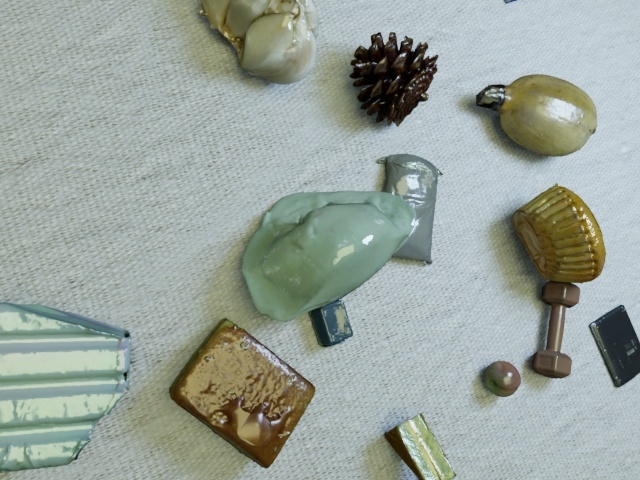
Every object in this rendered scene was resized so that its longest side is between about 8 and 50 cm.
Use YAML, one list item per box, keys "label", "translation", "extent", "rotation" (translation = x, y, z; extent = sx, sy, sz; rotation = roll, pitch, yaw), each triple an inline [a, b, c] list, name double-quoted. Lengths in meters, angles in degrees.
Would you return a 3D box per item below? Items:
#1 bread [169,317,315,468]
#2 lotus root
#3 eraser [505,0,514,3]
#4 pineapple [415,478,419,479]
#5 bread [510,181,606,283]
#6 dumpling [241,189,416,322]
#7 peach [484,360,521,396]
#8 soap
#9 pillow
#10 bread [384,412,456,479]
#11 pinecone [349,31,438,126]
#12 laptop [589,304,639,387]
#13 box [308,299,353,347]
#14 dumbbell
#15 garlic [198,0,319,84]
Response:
- label: "bread"
  translation: [-0.146, 0.286, 1.069]
  extent: [0.234, 0.110, 0.184]
  rotation: [39, 71, -10]
- label: "lotus root"
  translation: [0.526, -0.316, 1.380]
  extent: [0.309, 0.183, 0.183]
  rotation: [20, 76, -10]
- label: "eraser"
  translation: [0.517, -0.671, 1.498]
  extent: [0.084, 0.027, 0.063]
  rotation: [-27, 93, -22]
- label: "pineapple"
  translation: [0.305, 0.632, 1.158]
  extent: [0.340, 0.169, 0.169]
  rotation: [38, 71, -13]
- label: "bread"
  translation: [0.558, -0.006, 1.313]
  extent: [0.139, 0.240, 0.240]
  rotation: [-22, 90, -3]
- label: "dumpling"
  translation: [0.010, 0.027, 1.131]
  extent: [0.320, 0.270, 0.212]
  rotation: [-18, 112, -45]
- label: "peach"
  translation: [0.415, 0.313, 1.285]
  extent: [0.083, 0.083, 0.083]
  rotation: [3, 81, -19]
- label: "soap"
  translation: [-0.541, 0.232, 0.910]
  extent: [0.445, 0.156, 0.262]
  rotation: [0, 81, -19]
- label: "pillow"
  translation: [0.205, -0.074, 1.279]
  extent: [0.169, 0.059, 0.255]
  rotation: [12, 77, -21]
- label: "bread"
  translation: [0.204, 0.439, 1.163]
  extent: [0.074, 0.084, 0.139]
  rotation: [-23, 69, -22]
- label: "pinecone"
  translation: [0.155, -0.361, 1.244]
  extent: [0.207, 0.207, 0.208]
  rotation: [3, 81, -19]
- label: "laptop"
  translation: [0.773, 0.271, 1.455]
  extent: [0.129, 0.016, 0.180]
  rotation: [-24, 89, -22]
- label: "box"
  translation: [0.025, 0.170, 1.178]
  extent: [0.074, 0.054, 0.099]
  rotation: [-17, 88, -20]
- label: "dumbbell"
  translation: [0.564, 0.212, 1.352]
  extent: [0.082, 0.092, 0.231]
  rotation: [25, 73, -43]
- label: "garlic"
  translation: [-0.101, -0.463, 1.156]
  extent: [0.184, 0.203, 0.281]
  rotation: [-30, 89, -40]
